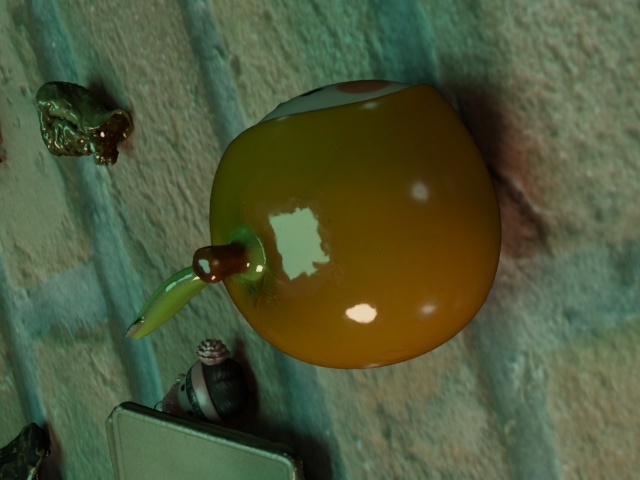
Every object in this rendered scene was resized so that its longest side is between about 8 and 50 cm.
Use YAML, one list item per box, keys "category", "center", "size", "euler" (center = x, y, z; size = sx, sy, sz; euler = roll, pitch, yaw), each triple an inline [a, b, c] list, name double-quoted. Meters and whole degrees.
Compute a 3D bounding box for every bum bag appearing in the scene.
- category: "bum bag"
  center: [-0.355, 0.278, 1.834]
  size: [0.248, 0.069, 0.102]
  euler: [-36, 36, 53]

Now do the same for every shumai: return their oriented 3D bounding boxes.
- category: "shumai"
  center: [-0.209, -0.111, 1.535]
  size: [0.080, 0.082, 0.083]
  euler: [-8, 130, 20]

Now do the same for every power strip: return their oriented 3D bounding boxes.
- category: "power strip"
  center: [-0.080, 0.238, 1.458]
  size: [0.213, 0.064, 0.198]
  euler: [12, 118, 35]

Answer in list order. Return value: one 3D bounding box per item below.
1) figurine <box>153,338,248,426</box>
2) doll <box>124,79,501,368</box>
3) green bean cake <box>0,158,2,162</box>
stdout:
- category: "figurine"
  center: [-0.105, 0.135, 1.480]
  size: [0.129, 0.054, 0.072]
  euler: [139, 126, -58]
- category: "doll"
  center: [0.000, 0.000, 1.137]
  size: [0.213, 0.236, 0.213]
  euler: [28, 128, 43]
- category: "green bean cake"
  center: [-0.428, -0.142, 1.710]
  size: [0.094, 0.173, 0.181]
  euler: [-7, 98, 52]
